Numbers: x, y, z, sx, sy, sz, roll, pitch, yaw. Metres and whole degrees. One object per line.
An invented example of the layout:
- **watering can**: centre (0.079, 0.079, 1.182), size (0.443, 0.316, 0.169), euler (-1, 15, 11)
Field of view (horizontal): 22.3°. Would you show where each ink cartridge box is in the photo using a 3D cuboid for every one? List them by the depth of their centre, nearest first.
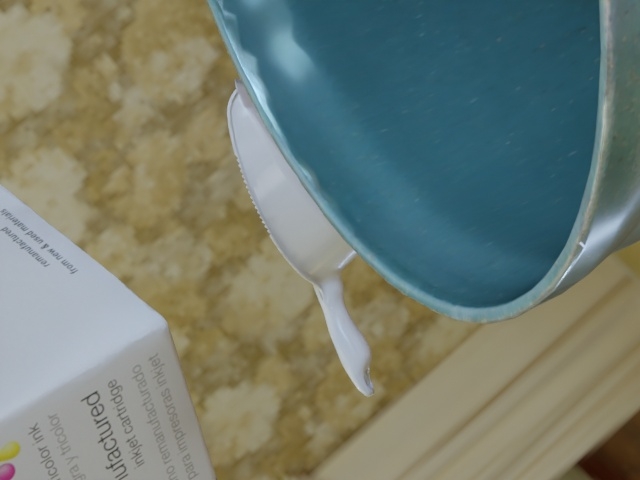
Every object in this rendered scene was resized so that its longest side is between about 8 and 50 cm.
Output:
- **ink cartridge box**: centre (-0.206, 0.134, 0.731), size (0.197, 0.270, 0.198), euler (33, 146, 45)

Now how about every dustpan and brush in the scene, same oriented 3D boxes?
- **dustpan and brush**: centre (0.000, 0.000, 1.077), size (0.211, 0.060, 0.147), euler (60, -160, 10)

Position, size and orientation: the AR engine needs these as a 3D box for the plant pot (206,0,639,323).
- **plant pot**: centre (0.081, -0.145, 0.488), size (0.293, 0.196, 0.293), euler (54, 157, 37)
